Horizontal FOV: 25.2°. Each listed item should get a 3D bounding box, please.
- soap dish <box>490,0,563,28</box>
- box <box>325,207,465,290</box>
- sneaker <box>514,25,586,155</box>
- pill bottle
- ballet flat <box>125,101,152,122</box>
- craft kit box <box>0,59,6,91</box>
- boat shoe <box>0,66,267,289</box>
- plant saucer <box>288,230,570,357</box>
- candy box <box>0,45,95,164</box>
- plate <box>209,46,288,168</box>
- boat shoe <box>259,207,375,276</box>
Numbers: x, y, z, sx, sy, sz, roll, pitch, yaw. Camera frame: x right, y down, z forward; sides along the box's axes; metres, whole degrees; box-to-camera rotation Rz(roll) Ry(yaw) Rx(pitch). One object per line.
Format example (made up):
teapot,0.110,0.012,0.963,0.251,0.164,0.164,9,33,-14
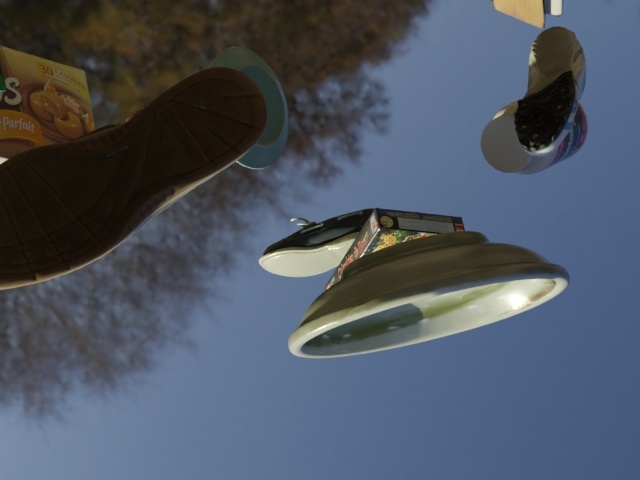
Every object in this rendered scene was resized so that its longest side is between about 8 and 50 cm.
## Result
soap dish,0.316,-0.475,2.174,0.118,0.229,0.291,3,171,11
box,0.123,0.037,2.404,0.233,0.159,0.044,121,-34,-47
sneaker,0.305,-0.184,1.849,0.085,0.086,0.237,-11,-142,27
pill bottle,0.304,-0.152,2.054,0.108,0.108,0.180,-20,-177,35
ballet flat,-0.210,-0.204,2.340,0.221,0.077,0.079,-1,163,-7
craft kit box,-0.421,-0.229,1.300,0.250,0.246,0.061,-13,175,21
boat shoe,-0.209,-0.052,1.394,0.342,0.123,0.123,-32,178,-10
plant saucer,0.142,0.066,1.994,0.400,0.100,0.400,-13,167,-3
candy box,-0.457,-0.177,2.000,0.087,0.183,0.316,-27,157,33
plate,-0.102,-0.201,2.144,0.024,0.188,0.188,-10,-150,38
boat shoe,0.000,0.000,2.575,0.254,0.095,0.079,-18,-127,36
